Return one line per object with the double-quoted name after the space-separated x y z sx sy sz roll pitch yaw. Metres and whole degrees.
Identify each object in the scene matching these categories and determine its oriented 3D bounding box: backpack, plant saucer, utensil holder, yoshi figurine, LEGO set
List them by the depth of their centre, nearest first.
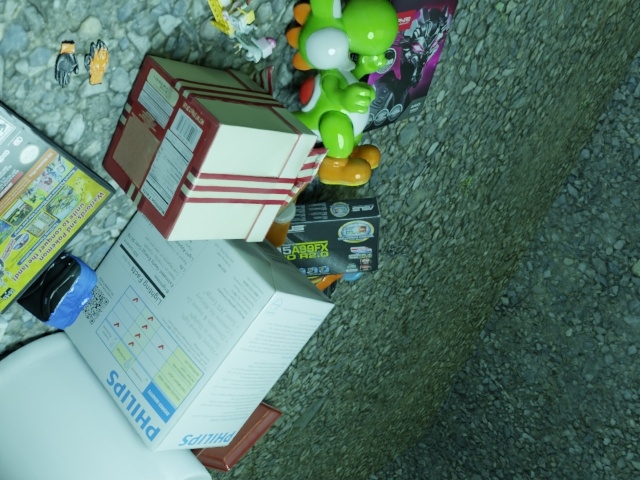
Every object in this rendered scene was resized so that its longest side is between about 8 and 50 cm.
-0.113 -0.402 1.159 0.107 0.132 0.287 -47 174 -14 "LEGO set"
-0.455 0.084 1.324 0.120 0.098 0.101 -59 158 -6 "backpack"
0.070 -0.297 1.389 0.203 0.204 0.362 -20 114 -30 "yoshi figurine"
-0.444 0.418 1.417 0.328 0.385 0.327 -39 154 -23 "utensil holder"
-0.257 0.575 2.258 0.258 0.048 0.259 -46 153 -4 "plant saucer"

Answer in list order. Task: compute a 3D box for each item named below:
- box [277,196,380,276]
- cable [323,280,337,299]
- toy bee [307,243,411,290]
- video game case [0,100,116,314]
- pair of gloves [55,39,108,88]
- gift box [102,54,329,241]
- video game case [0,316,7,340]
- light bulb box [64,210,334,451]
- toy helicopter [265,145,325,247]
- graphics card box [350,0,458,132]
0.000 0.000 1.738 0.270 0.060 0.216 -5 144 -2 "box"
-0.005 0.153 2.085 0.184 0.047 0.150 -49 152 0 "cable"
0.063 0.023 1.946 0.298 0.162 0.195 -17 155 -5 "toy bee"
-0.487 -0.042 1.135 0.275 0.035 0.248 -48 140 -2 "video game case"
-0.355 -0.262 1.120 0.083 0.010 0.074 -17 139 -43 "pair of gloves"
-0.163 -0.158 1.264 0.258 0.255 0.276 -1 133 -52 "gift box"
-0.668 0.221 1.265 0.227 0.026 0.206 1 125 -55 "video game case"
-0.238 0.140 1.418 0.361 0.358 0.225 -53 150 10 "light bulb box"
-0.041 -0.134 1.602 0.355 0.140 0.235 -32 144 -49 "toy helicopter"
0.158 -0.413 1.565 0.233 0.094 0.371 -24 144 -38 "graphics card box"
